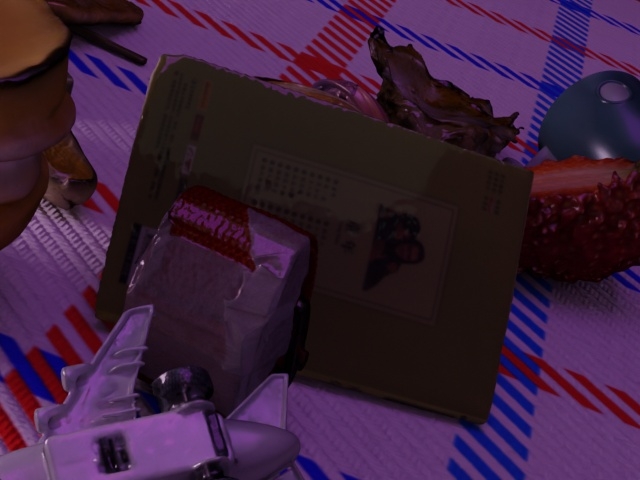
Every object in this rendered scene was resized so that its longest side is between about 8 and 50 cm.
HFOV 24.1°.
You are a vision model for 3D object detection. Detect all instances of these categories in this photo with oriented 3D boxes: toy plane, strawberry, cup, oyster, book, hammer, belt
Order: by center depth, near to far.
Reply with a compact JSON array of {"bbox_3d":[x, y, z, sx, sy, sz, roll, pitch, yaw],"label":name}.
[{"bbox_3d":[-0.122,0.144,0.929,0.255,0.101,0.251,-6,58,-22],"label":"toy plane"},{"bbox_3d":[-0.064,0.054,1.105,0.124,0.201,0.128,25,57,11],"label":"belt"},{"bbox_3d":[0.000,0.000,1.271,0.352,0.239,0.035,17,-19,-12],"label":"book"},{"bbox_3d":[0.234,-0.016,1.622,0.306,0.138,0.233,-9,7,-5],"label":"strawberry"},{"bbox_3d":[-0.292,-0.254,1.818,0.182,0.017,0.062,26,24,12],"label":"hammer"},{"bbox_3d":[0.374,-0.093,1.834,0.299,0.167,0.173,-15,44,-13],"label":"cup"},{"bbox_3d":[0.156,-0.142,1.841,0.221,0.096,0.361,20,22,-13],"label":"oyster"}]

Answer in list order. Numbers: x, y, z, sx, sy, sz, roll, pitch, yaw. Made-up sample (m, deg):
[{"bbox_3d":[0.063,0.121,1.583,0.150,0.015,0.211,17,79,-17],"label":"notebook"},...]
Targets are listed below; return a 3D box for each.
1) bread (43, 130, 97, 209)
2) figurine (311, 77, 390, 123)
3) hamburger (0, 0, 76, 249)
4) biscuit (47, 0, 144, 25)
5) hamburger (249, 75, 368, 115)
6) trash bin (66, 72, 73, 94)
[{"bbox_3d":[-0.273,-0.092,1.428,0.073,0.053,0.214,-3,35,-35],"label":"bread"},{"bbox_3d":[0.013,-0.092,1.618,0.126,0.114,0.157,-3,44,28],"label":"figurine"},{"bbox_3d":[-0.331,-0.081,1.136,0.276,0.237,0.276,10,30,-6],"label":"hamburger"},{"bbox_3d":[-0.302,-0.297,1.845,0.118,0.029,0.247,29,16,12],"label":"biscuit"},{"bbox_3d":[-0.047,-0.050,1.411,0.243,0.146,0.286,-9,43,-38],"label":"hamburger"},{"bbox_3d":[-0.314,-0.166,1.570,0.092,0.043,0.061,2,29,-34],"label":"trash bin"}]
